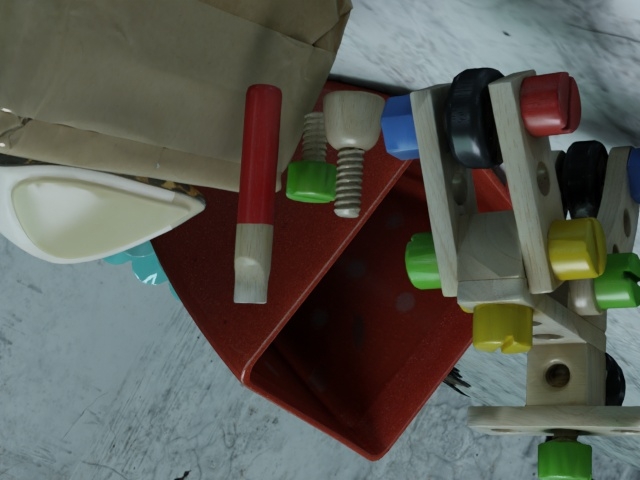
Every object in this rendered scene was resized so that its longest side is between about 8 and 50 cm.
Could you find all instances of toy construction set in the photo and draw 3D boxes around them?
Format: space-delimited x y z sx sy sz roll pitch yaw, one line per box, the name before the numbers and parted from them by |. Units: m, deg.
toy construction set | 0.098 0.029 0.798 0.309 0.237 0.257 4 173 6

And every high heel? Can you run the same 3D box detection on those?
high heel | -0.219 -0.072 0.930 0.261 0.093 0.186 0 -140 -11

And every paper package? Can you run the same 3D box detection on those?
paper package | -0.202 -0.163 0.838 0.325 0.168 0.309 23 -172 28

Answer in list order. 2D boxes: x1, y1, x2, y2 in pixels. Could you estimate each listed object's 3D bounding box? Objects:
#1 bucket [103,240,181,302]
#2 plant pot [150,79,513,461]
bucket | -0.166 -0.026 1.628 0.281 0.183 0.281 27 171 5
plant pot | 0.000 0.000 1.159 0.236 0.267 0.267 36 177 36
